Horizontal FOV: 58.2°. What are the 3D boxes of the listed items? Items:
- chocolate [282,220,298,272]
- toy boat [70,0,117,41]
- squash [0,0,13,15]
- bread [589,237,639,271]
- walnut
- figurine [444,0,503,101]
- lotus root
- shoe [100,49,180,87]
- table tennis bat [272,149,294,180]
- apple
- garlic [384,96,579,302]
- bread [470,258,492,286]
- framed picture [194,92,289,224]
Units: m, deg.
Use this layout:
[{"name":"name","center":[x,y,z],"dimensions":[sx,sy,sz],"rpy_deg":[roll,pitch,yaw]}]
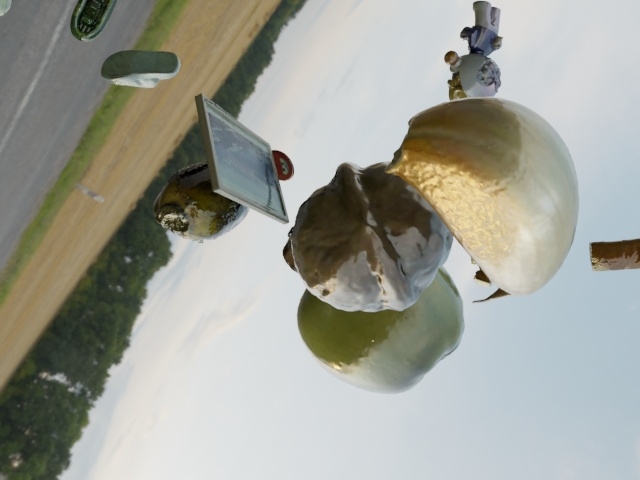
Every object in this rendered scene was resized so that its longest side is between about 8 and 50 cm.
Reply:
[{"name":"chocolate","center":[0.000,0.000,1.415],"dimensions":[0.093,0.148,0.214],"rpy_deg":[-49,-165,34]},{"name":"toy boat","center":[-0.701,-0.714,1.778],"dimensions":[0.210,0.104,0.052],"rpy_deg":[-62,-168,1]},{"name":"squash","center":[-0.547,-0.483,0.997],"dimensions":[0.229,0.066,0.066],"rpy_deg":[-41,-158,40]},{"name":"bread","center":[0.412,0.020,0.784],"dimensions":[0.083,0.047,0.036],"rpy_deg":[-6,-151,15]},{"name":"walnut","center":[0.066,-0.006,0.743],"dimensions":[0.224,0.224,0.224],"rpy_deg":[-49,-163,21]},{"name":"figurine","center":[0.428,-0.485,1.530],"dimensions":[0.133,0.194,0.274],"rpy_deg":[15,-107,47]},{"name":"lotus root","center":[-0.292,-0.104,1.505],"dimensions":[0.179,0.196,0.397],"rpy_deg":[-44,-177,23]},{"name":"shoe","center":[-0.557,-0.534,1.811],"dimensions":[0.100,0.251,0.103],"rpy_deg":[68,19,-74]},{"name":"table tennis bat","center":[-0.139,-0.217,1.641],"dimensions":[0.155,0.098,0.019],"rpy_deg":[12,-140,30]},{"name":"apple","center":[0.175,0.204,1.632],"dimensions":[0.473,0.474,0.473],"rpy_deg":[-49,-163,21]},{"name":"garlic","center":[0.183,-0.042,0.598],"dimensions":[0.164,0.245,0.145],"rpy_deg":[-26,-157,25]},{"name":"bread","center":[0.511,0.039,1.743],"dimensions":[0.088,0.049,0.226],"rpy_deg":[17,-121,28]},{"name":"framed picture","center":[-0.184,-0.187,1.415],"dimensions":[0.022,0.335,0.247],"rpy_deg":[-20,-109,19]}]
